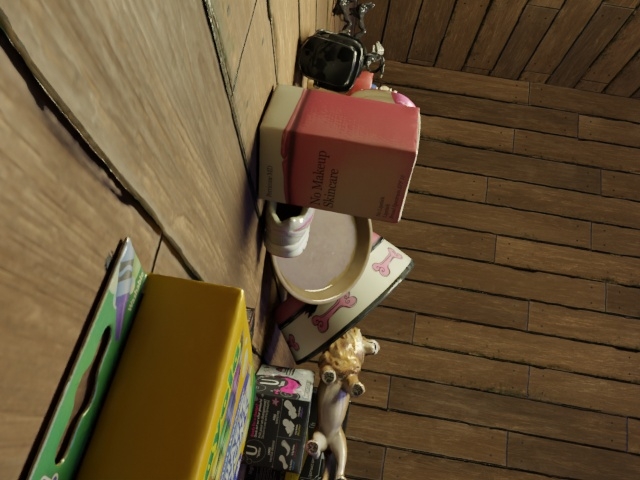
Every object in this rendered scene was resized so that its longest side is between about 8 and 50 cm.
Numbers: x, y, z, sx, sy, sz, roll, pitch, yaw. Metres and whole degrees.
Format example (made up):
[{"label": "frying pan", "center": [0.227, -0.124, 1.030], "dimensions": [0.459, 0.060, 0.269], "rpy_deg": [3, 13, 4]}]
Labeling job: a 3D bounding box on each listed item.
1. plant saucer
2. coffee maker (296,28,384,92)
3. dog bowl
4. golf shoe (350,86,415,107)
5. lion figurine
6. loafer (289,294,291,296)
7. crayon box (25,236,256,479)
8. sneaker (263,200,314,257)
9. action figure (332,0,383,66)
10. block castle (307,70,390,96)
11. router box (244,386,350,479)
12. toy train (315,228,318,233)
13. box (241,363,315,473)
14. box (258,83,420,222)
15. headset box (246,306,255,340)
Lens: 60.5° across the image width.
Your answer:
[{"label": "plant saucer", "center": [0.000, 0.000, 1.191], "dimensions": [0.041, 0.278, 0.277], "rpy_deg": [8, -92, 52]}, {"label": "coffee maker", "center": [0.047, -0.374, 1.128], "dimensions": [0.178, 0.171, 0.120], "rpy_deg": [-81, 164, -66]}, {"label": "dog bowl", "center": [0.046, 0.134, 1.440], "dimensions": [0.408, 0.150, 0.408], "rpy_deg": [-40, 178, -2]}, {"label": "golf shoe", "center": [0.056, -0.216, 1.110], "dimensions": [0.306, 0.115, 0.140], "rpy_deg": [-2, -116, 47]}, {"label": "lion figurine", "center": [0.033, 0.408, 1.347], "dimensions": [0.240, 0.142, 0.391], "rpy_deg": [138, -29, -88]}, {"label": "loafer", "center": [-0.045, 0.116, 1.926], "dimensions": [0.302, 0.095, 0.109], "rpy_deg": [-75, 174, -68]}, {"label": "crayon box", "center": [-0.117, 0.169, 0.451], "dimensions": [0.322, 0.083, 0.203], "rpy_deg": [95, 5, -58]}, {"label": "sneaker", "center": [-0.040, -0.099, 1.013], "dimensions": [0.111, 0.103, 0.252], "rpy_deg": [99, 1, -68]}, {"label": "action figure", "center": [0.092, -0.587, 1.655], "dimensions": [0.141, 0.164, 0.275], "rpy_deg": [3, -91, 55]}, {"label": "block castle", "center": [0.053, -0.221, 1.478], "dimensions": [0.303, 0.213, 0.452], "rpy_deg": [-69, 169, -79]}, {"label": "router box", "center": [-0.063, 0.548, 1.474], "dimensions": [0.081, 0.243, 0.308], "rpy_deg": [13, 87, -88]}, {"label": "toy train", "center": [-0.037, -0.093, 1.243], "dimensions": [0.046, 0.125, 0.166], "rpy_deg": [29, 70, -47]}, {"label": "box", "center": [-0.096, 0.389, 1.241], "dimensions": [0.247, 0.142, 0.163], "rpy_deg": [-38, 136, -89]}, {"label": "box", "center": [0.027, -0.136, 0.867], "dimensions": [0.148, 0.233, 0.126], "rpy_deg": [97, 4, -47]}, {"label": "headset box", "center": [-0.125, 0.152, 0.844], "dimensions": [0.083, 0.032, 0.062], "rpy_deg": [-80, 179, -53]}]
